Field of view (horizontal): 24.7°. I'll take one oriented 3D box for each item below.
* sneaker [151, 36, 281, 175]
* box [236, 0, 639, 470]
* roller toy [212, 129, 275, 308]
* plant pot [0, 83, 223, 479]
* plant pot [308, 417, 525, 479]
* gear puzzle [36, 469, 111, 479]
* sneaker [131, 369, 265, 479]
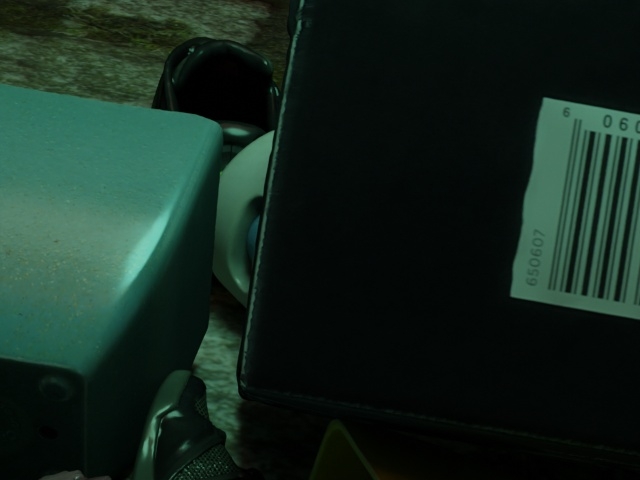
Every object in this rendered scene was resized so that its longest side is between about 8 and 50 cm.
[{"bbox_3d":[-0.097,-0.139,1.632,0.185,0.202,0.483,4,25,-12],"label":"sneaker"},{"bbox_3d":[0.193,0.012,1.054,0.480,0.297,0.472,10,-6,-2],"label":"box"},{"bbox_3d":[0.000,0.000,1.385,0.191,0.209,0.146,-40,41,-10],"label":"roller toy"},{"bbox_3d":[-0.225,0.054,1.147,0.248,0.247,0.252,9,40,1],"label":"plant pot"},{"bbox_3d":[0.095,0.254,0.870,0.187,0.212,0.212,8,22,-26],"label":"plant pot"},{"bbox_3d":[-0.255,0.205,0.881,0.175,0.044,0.339,-14,6,17],"label":"gear puzzle"},{"bbox_3d":[-0.077,0.186,1.081,0.130,0.087,0.227,8,29,-6],"label":"sneaker"}]
